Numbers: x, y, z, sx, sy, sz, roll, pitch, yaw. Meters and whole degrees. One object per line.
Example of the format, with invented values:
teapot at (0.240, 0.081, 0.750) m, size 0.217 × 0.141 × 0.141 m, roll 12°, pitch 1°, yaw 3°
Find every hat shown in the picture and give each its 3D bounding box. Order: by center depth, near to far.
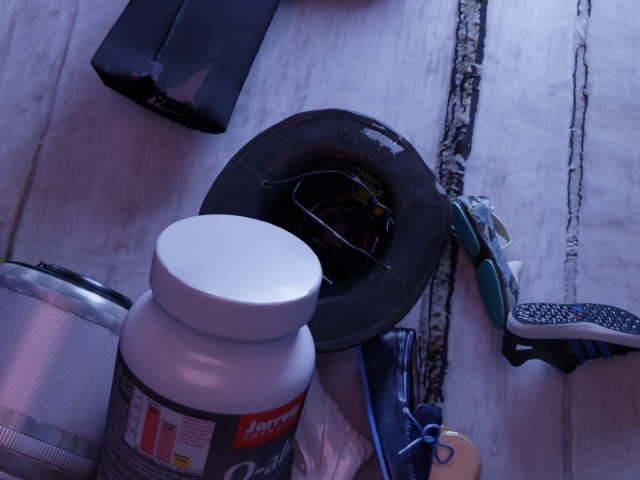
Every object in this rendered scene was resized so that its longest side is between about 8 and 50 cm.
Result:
hat at (0.000, 0.000, 1.171) m, size 0.331 × 0.134 × 0.331 m, roll 2°, pitch 68°, yaw -4°

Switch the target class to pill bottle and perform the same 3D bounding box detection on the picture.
pill bottle at (-0.123, 0.169, 0.987) m, size 0.210 × 0.363 × 0.210 m, roll 12°, pitch 29°, yaw -7°

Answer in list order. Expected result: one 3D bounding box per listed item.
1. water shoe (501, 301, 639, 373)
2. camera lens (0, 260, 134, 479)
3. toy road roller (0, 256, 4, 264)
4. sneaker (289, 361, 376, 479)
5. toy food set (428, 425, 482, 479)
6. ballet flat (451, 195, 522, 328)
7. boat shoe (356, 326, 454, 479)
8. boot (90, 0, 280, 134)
water shoe at (0.325, 0.126, 1.147) m, size 0.203 × 0.080 × 0.073 m, roll 7°, pitch 28°, yaw -10°
camera lens at (-0.341, 0.177, 1.086) m, size 0.219 × 0.219 × 0.274 m, roll 19°, pitch 74°, yaw 10°
toy road roller at (-0.583, -0.036, 1.161) m, size 0.202 × 0.240 × 0.329 m, roll -31°, pitch 73°, yaw -6°
sneaker at (0.009, 0.241, 1.121) m, size 0.115 × 0.090 × 0.232 m, roll -7°, pitch 80°, yaw -5°
toy food set at (0.159, 0.278, 1.124) m, size 0.083 × 0.020 × 0.082 m, roll 25°, pitch 75°, yaw 11°
ballet flat at (0.230, 0.022, 1.184) m, size 0.070 × 0.070 × 0.188 m, roll -18°, pitch 75°, yaw -2°
boat shoe at (0.106, 0.217, 1.090) m, size 0.089 × 0.109 × 0.258 m, roll -15°, pitch 65°, yaw 6°
boot at (-0.068, -0.350, 1.276) m, size 0.367 × 0.146 × 0.445 m, roll 20°, pitch 70°, yaw 20°
